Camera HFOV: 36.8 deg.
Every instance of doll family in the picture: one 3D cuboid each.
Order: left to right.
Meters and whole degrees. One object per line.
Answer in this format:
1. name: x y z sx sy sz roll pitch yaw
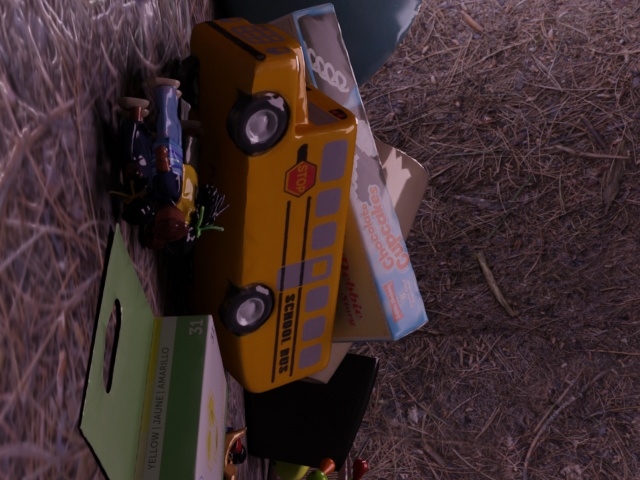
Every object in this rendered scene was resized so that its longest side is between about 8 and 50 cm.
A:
1. doll family: -0.116 -0.042 0.715 0.193 0.076 0.111 56 34 -75

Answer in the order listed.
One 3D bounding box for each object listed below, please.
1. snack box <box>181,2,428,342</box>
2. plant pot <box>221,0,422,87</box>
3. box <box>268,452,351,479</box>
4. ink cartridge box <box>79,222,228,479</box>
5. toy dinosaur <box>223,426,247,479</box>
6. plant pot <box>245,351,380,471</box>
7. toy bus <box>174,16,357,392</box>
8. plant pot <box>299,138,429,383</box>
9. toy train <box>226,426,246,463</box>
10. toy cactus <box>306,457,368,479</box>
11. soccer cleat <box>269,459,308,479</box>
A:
1. snack box: -0.020 -0.054 0.967 0.060 0.187 0.322 -25 101 -40
2. plant pot: -0.028 -0.353 1.338 0.195 0.290 0.290 38 36 -35
3. box: -0.013 0.478 1.537 0.381 0.143 0.191 -92 177 -68
4. ink cartridge box: -0.113 0.124 0.716 0.235 0.056 0.171 87 2 -50
5. toy dinosaur: -0.095 0.224 0.844 0.211 0.064 0.112 -39 127 -87
6. plant pot: -0.020 0.241 1.400 0.187 0.188 0.167 75 25 -79
7. toy bus: -0.049 -0.026 0.855 0.108 0.130 0.333 41 -44 44
8. plant pot: -0.020 0.027 1.172 0.256 0.256 0.274 76 27 -77
9. toy train: -0.101 0.217 1.014 0.158 0.036 0.027 80 7 -69
10. toy cactus: -0.003 0.390 1.255 0.219 0.112 0.181 -42 155 -64
11. soccer cleat: -0.032 0.256 1.573 0.121 0.093 0.289 38 39 -46
